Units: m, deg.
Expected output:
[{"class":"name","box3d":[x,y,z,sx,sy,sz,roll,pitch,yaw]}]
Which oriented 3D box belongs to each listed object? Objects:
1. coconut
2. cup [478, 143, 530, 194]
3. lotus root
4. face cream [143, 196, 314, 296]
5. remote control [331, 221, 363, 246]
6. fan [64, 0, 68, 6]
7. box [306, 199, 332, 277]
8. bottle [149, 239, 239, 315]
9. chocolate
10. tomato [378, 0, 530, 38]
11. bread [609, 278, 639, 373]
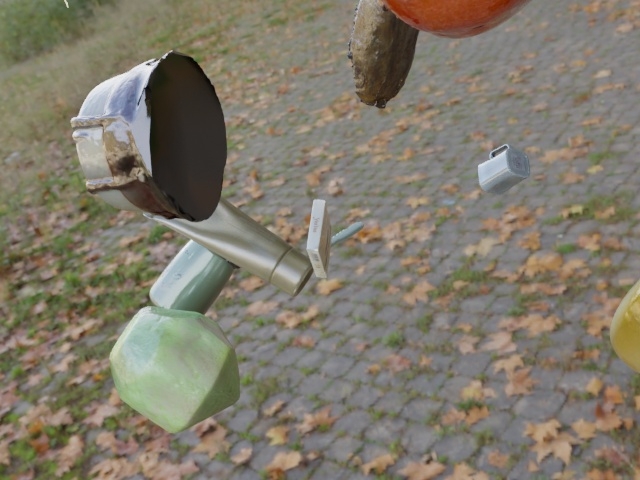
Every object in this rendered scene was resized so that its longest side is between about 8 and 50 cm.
[{"class":"coconut","box3d":[-0.337,0.308,1.856,0.328,0.328,0.281,1,51,37]},{"class":"cup","box3d":[0.534,-0.216,2.257,0.095,0.128,0.129,11,-24,-27]},{"class":"lotus root","box3d":[0.151,-0.439,1.679,0.167,0.329,0.078,-4,30,-18]},{"class":"face cream","box3d":[-0.172,-0.010,1.527,0.341,0.084,0.137,32,63,9]},{"class":"remote control","box3d":[0.046,-0.002,2.124,0.162,0.029,0.061,-33,-4,-17]},{"class":"fan","box3d":[-0.619,-0.656,1.697,0.009,0.329,0.191,-22,-4,-24]},{"class":"box","box3d":[0.000,0.000,1.338,0.024,0.090,0.167,5,-17,7]},{"class":"bottle","box3d":[-0.315,0.064,2.133,0.347,0.168,0.168,-52,20,11]},{"class":"chocolate","box3d":[-0.288,-0.158,1.269,0.186,0.283,0.283,-4,25,17]},{"class":"tomato","box3d":[0.164,-0.408,0.918,0.273,0.341,0.341,-34,11,33]},{"class":"bread","box3d":[0.544,0.063,1.043,0.333,0.333,0.160,-31,62,-30]}]
